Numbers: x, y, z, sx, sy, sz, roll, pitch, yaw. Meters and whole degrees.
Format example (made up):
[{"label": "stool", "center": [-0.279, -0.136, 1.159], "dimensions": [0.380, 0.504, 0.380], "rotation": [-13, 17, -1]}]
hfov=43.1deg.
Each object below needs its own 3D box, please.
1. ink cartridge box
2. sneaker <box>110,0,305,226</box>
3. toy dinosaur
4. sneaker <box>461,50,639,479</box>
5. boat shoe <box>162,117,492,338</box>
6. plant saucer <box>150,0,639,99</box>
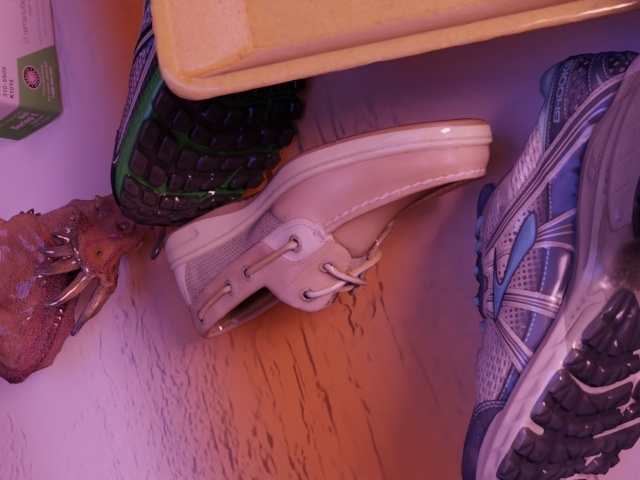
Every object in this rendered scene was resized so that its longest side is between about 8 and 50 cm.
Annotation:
[{"label": "ink cartridge box", "center": [-0.385, -0.202, 0.808], "dimensions": [0.092, 0.219, 0.160], "rotation": [-17, 78, 36]}, {"label": "sneaker", "center": [-0.084, -0.173, 0.651], "dimensions": [0.146, 0.134, 0.344], "rotation": [24, 93, 43]}, {"label": "toy dinosaur", "center": [-0.268, 0.054, 0.773], "dimensions": [0.200, 0.127, 0.296], "rotation": [34, 113, 27]}, {"label": "sneaker", "center": [0.144, 0.024, 0.483], "dimensions": [0.122, 0.110, 0.283], "rotation": [31, 104, 53]}, {"label": "boat shoe", "center": [0.000, 0.000, 0.578], "dimensions": [0.302, 0.109, 0.098], "rotation": [-23, 79, 40]}, {"label": "plant saucer", "center": [0.053, -0.258, 0.496], "dimensions": [0.332, 0.081, 0.333], "rotation": [-10, 79, 4]}]
